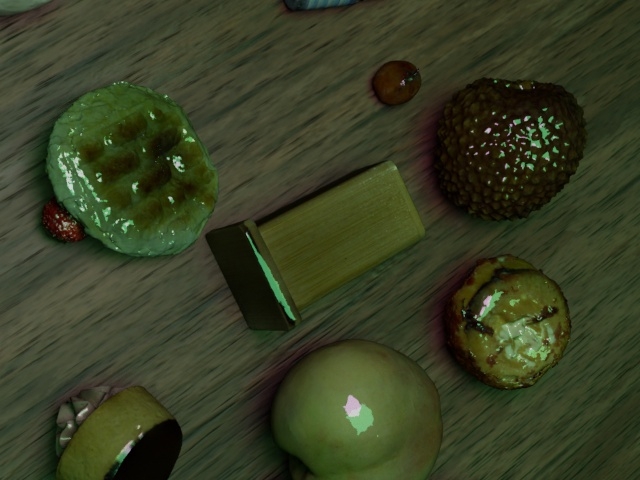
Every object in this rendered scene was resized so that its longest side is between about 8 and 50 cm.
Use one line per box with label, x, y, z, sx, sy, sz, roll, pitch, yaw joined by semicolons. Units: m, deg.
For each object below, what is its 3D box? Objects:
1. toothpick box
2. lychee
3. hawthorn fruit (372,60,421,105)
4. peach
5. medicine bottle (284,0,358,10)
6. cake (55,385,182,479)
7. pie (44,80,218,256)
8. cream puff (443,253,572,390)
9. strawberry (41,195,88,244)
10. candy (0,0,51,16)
toothpick box;0.000;0.000;1.833;0.308;0.190;0.187;-28;96;-25
lychee;0.332;-0.158;1.944;0.267;0.267;0.267;1;87;-22
hawthorn fruit;0.140;-0.282;1.947;0.081;0.093;0.081;2;85;-22
peach;0.066;0.302;1.800;0.292;0.247;0.292;1;87;-13
medicine bottle;0.038;-0.450;1.919;0.203;0.083;0.083;-11;91;-21
cake;-0.334;0.311;1.687;0.178;0.185;0.208;25;102;22
pie;-0.286;-0.113;1.738;0.306;0.071;0.306;10;75;-41
cream puff;0.327;0.144;1.967;0.240;0.164;0.240;-4;103;-18
strawberry;-0.395;-0.040;1.723;0.083;0.083;0.096;12;71;-21
candy;-0.497;-0.476;1.648;0.295;0.185;0.295;0;92;-19
